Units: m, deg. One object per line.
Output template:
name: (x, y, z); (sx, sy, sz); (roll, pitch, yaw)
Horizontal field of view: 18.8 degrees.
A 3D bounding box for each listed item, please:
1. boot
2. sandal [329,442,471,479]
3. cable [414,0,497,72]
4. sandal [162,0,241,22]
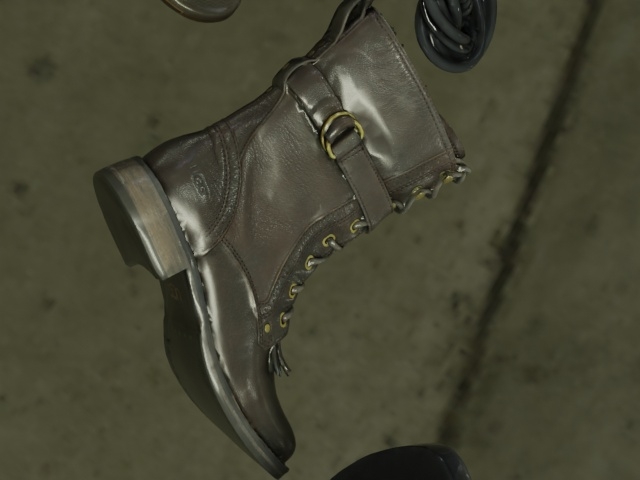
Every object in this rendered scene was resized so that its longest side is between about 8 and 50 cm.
boot: (0.000, 0.000, 1.227); (0.229, 0.091, 0.263); (-30, 116, -17)
sandal: (-0.012, 0.208, 1.145); (0.254, 0.097, 0.054); (-36, 164, 22)
cable: (0.077, -0.183, 1.064); (0.184, 0.047, 0.150); (86, 19, -51)
sandal: (-0.094, -0.276, 1.468); (0.090, 0.060, 0.219); (1, 94, -18)
